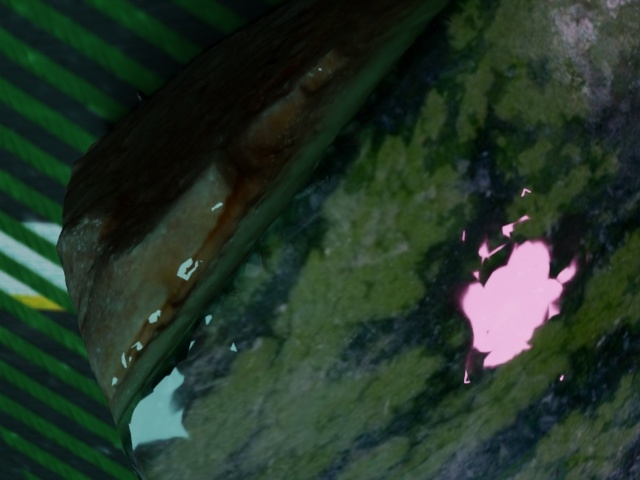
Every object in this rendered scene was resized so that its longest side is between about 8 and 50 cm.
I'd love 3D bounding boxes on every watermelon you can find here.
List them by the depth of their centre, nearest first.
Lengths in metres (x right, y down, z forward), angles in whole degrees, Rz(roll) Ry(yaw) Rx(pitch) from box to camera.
[{"bbox_3d":[0.030,0.030,0.754,0.250,0.283,0.292,53,160,-10],"label":"watermelon"}]
